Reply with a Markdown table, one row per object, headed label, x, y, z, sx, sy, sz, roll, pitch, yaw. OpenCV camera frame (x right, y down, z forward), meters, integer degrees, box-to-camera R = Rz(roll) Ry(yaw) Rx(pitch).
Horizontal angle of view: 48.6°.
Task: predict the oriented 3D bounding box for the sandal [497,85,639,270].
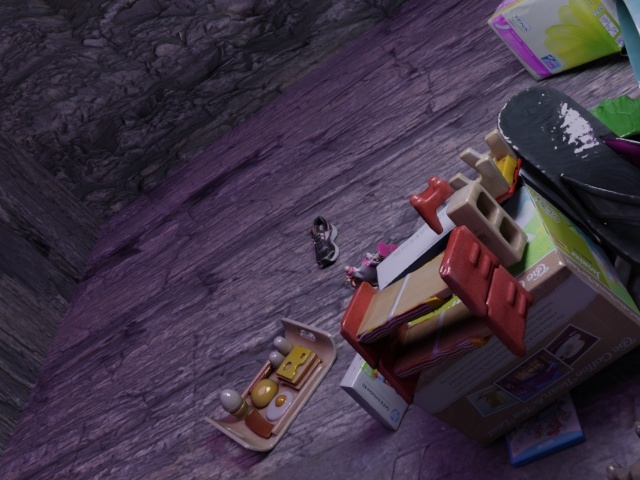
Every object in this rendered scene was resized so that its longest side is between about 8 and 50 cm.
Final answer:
| label | x | y | z | sx | sy | sz | roll | pitch | yaw |
| --- | --- | --- | --- | --- | --- | --- | --- | --- | --- |
| sandal | 0.451 | -0.090 | 1.070 | 0.446 | 0.107 | 0.167 | 41 | 82 | 23 |

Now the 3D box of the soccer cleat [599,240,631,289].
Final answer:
| label | x | y | z | sx | sy | sz | roll | pitch | yaw |
| --- | --- | --- | --- | --- | --- | --- | --- | --- | --- |
| soccer cleat | 0.519 | 0.007 | 1.241 | 0.068 | 0.076 | 0.196 | -12 | 40 | 44 |

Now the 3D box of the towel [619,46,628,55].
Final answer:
| label | x | y | z | sx | sy | sz | roll | pitch | yaw |
| --- | --- | --- | --- | --- | --- | --- | --- | --- | --- |
| towel | 0.874 | -0.528 | 1.598 | 0.312 | 0.056 | 0.324 | 9 | 53 | 53 |

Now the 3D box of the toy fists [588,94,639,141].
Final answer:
| label | x | y | z | sx | sy | sz | roll | pitch | yaw |
| --- | --- | --- | --- | --- | --- | --- | --- | --- | --- |
| toy fists | 0.551 | -0.194 | 1.461 | 0.279 | 0.096 | 0.142 | -33 | 37 | 38 |

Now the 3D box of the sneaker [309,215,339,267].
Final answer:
| label | x | y | z | sx | sy | sz | roll | pitch | yaw |
| --- | --- | --- | --- | --- | --- | --- | --- | --- | --- |
| sneaker | 0.000 | 0.000 | 1.932 | 0.072 | 0.077 | 0.178 | -34 | 29 | 18 |

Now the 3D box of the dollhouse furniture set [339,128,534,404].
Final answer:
| label | x | y | z | sx | sy | sz | roll | pitch | yaw |
| --- | --- | --- | --- | --- | --- | --- | --- | --- | --- |
| dollhouse furniture set | 0.196 | 0.027 | 1.033 | 0.201 | 0.152 | 0.374 | -34 | 17 | 40 |

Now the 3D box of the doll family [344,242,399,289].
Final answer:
| label | x | y | z | sx | sy | sz | roll | pitch | yaw |
| --- | --- | --- | --- | --- | --- | --- | --- | --- | --- |
| doll family | 0.174 | 0.105 | 1.433 | 0.163 | 0.263 | 0.118 | -55 | 37 | 43 |

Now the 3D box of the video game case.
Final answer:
| label | x | y | z | sx | sy | sz | roll | pitch | yaw |
| --- | --- | --- | --- | --- | --- | --- | --- | --- | --- |
| video game case | 0.349 | 0.274 | 1.146 | 0.119 | 0.015 | 0.166 | -30 | 30 | 21 |

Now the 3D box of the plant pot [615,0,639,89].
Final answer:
| label | x | y | z | sx | sy | sz | roll | pitch | yaw |
| --- | --- | --- | --- | --- | --- | --- | --- | --- | --- |
| plant pot | 0.717 | -0.372 | 1.324 | 0.235 | 0.293 | 0.293 | -20 | 34 | 20 |

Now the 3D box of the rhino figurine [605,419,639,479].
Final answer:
| label | x | y | z | sx | sy | sz | roll | pitch | yaw |
| --- | --- | --- | --- | --- | --- | --- | --- | --- | --- |
| rhino figurine | 0.467 | 0.258 | 0.927 | 0.243 | 0.073 | 0.106 | -38 | -4 | -35 |

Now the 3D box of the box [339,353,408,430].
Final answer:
| label | x | y | z | sx | sy | sz | roll | pitch | yaw |
| --- | --- | --- | --- | --- | --- | --- | --- | --- | --- |
| box | 0.131 | 0.239 | 1.341 | 0.038 | 0.145 | 0.186 | -6 | 44 | 51 |

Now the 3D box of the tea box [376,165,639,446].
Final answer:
| label | x | y | z | sx | sy | sz | roll | pitch | yaw |
| --- | --- | --- | --- | --- | --- | --- | --- | --- | --- |
| tea box | 0.291 | 0.094 | 1.171 | 0.329 | 0.220 | 0.323 | -44 | 27 | 25 |

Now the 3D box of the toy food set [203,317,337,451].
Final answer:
| label | x | y | z | sx | sy | sz | roll | pitch | yaw |
| --- | --- | --- | --- | --- | --- | --- | --- | --- | --- |
| toy food set | -0.117 | 0.316 | 1.611 | 0.306 | 0.092 | 0.220 | -53 | 29 | -19 |

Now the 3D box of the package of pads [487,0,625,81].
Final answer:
| label | x | y | z | sx | sy | sz | roll | pitch | yaw |
| --- | --- | --- | --- | --- | --- | --- | --- | --- | --- |
| package of pads | 0.574 | -0.531 | 1.726 | 0.101 | 0.229 | 0.296 | -51 | 17 | -18 |
